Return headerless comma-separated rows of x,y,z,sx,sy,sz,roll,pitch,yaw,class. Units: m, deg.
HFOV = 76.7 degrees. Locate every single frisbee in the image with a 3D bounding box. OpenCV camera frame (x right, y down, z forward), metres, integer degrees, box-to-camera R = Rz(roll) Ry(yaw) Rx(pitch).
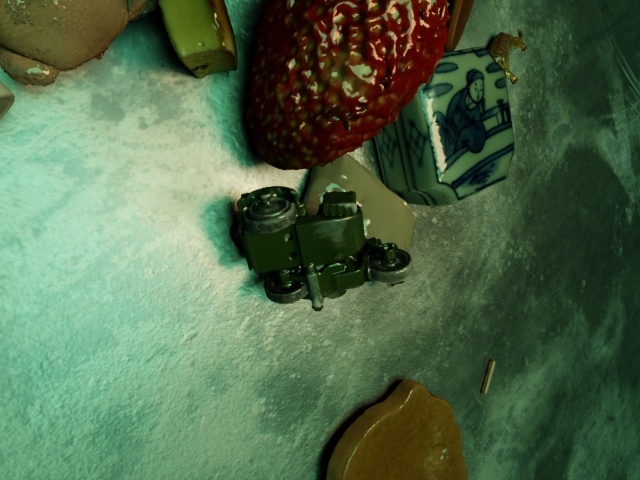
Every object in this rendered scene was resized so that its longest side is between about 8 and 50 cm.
0.292,-0.497,0.802,0.251,0.021,0.250,21,90,-76,frisbee

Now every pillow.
0.075,-0.045,0.759,0.270,0.067,0.173,33,74,-29,pillow

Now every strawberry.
0.039,-0.264,0.593,0.292,0.292,0.343,24,77,-33,strawberry

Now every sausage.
0.443,0.359,1.065,0.015,0.015,0.100,26,79,-32,sausage

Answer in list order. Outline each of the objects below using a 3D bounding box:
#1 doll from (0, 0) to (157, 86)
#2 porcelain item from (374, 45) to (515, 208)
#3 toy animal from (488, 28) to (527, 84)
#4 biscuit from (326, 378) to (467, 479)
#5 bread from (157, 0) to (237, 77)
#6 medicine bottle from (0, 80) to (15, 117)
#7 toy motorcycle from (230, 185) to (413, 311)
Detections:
-0.341,-0.329,0.412,0.303,0.156,0.201,47,69,-23,doll
0.254,-0.224,0.814,0.281,0.157,0.285,-23,106,-32,porcelain item
0.438,-0.431,0.980,0.099,0.057,0.241,33,76,-31,toy animal
0.170,0.501,0.864,0.365,0.062,0.385,-35,112,-29,biscuit
-0.193,-0.404,0.508,0.077,0.138,0.361,-16,104,-1,bread
-0.428,-0.200,0.368,0.139,0.139,0.237,-49,117,-21,medicine bottle
0.000,0.000,0.637,0.275,0.127,0.205,-12,119,-3,toy motorcycle
